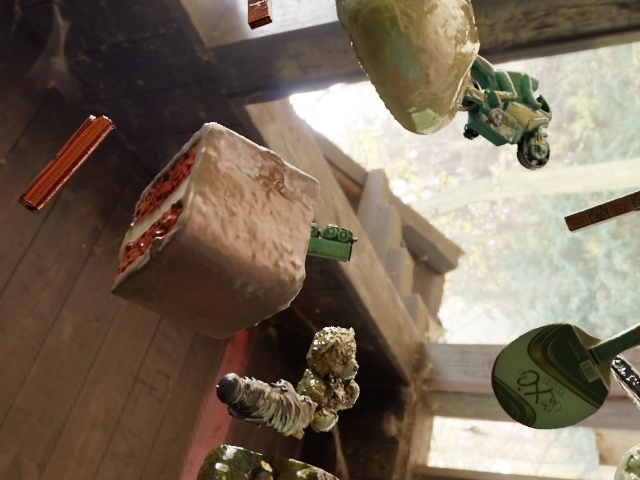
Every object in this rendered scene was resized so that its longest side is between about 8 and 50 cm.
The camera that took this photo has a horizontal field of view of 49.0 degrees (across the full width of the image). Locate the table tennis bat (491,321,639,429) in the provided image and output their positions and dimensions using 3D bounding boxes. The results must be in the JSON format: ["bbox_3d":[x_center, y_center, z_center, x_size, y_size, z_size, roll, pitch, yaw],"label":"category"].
[{"bbox_3d":[0.441,0.212,1.201,0.173,0.301,0.022,65,-168,15],"label":"table tennis bat"}]

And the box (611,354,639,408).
[{"bbox_3d":[0.696,0.333,1.524,0.201,0.042,0.212,47,-171,-32],"label":"box"}]

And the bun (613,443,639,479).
[{"bbox_3d":[0.577,0.446,1.153,0.116,0.210,0.237,14,-140,-40],"label":"bun"}]

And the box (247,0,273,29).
[{"bbox_3d":[-0.131,-0.495,1.516,0.023,0.052,0.082,58,-158,-52],"label":"box"}]

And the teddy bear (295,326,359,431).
[{"bbox_3d":[0.028,0.354,1.895,0.267,0.156,0.256,-15,-55,-67],"label":"teddy bear"}]

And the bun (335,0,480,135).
[{"bbox_3d":[0.170,-0.369,1.237,0.361,0.213,0.361,50,-158,-29],"label":"bun"}]

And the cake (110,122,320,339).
[{"bbox_3d":[-0.175,-0.001,1.145,0.230,0.309,0.236,27,-126,-23],"label":"cake"}]

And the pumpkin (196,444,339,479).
[{"bbox_3d":[-0.116,0.521,1.445,0.221,0.317,0.139,72,-146,-50],"label":"pumpkin"}]

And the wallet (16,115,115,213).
[{"bbox_3d":[-0.459,-0.138,1.263,0.045,0.142,0.204,43,-107,-22],"label":"wallet"}]

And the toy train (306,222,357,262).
[{"bbox_3d":[0.000,0.000,1.421,0.038,0.148,0.070,-54,-27,-85],"label":"toy train"}]

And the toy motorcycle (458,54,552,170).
[{"bbox_3d":[0.405,-0.295,1.522,0.297,0.109,0.198,29,-105,-18],"label":"toy motorcycle"}]

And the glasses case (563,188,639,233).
[{"bbox_3d":[0.690,-0.074,1.642,0.075,0.218,0.049,-16,-96,-58],"label":"glasses case"}]

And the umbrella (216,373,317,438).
[{"bbox_3d":[-0.123,0.340,1.493,0.113,0.106,0.358,-56,-32,-7],"label":"umbrella"}]
